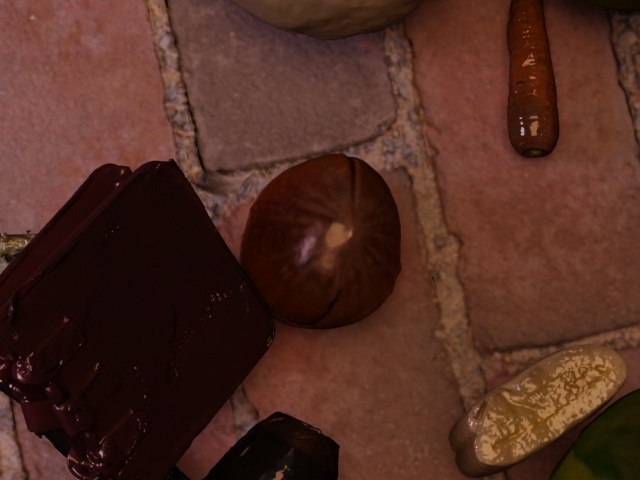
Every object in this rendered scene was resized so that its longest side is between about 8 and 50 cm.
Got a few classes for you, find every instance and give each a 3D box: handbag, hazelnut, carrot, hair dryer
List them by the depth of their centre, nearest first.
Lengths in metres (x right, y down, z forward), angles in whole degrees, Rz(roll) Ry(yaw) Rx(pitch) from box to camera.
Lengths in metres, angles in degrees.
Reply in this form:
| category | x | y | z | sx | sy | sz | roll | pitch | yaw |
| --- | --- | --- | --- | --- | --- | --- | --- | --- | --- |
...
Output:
| category | x | y | z | sx | sy | sz | roll | pitch | yaw |
| --- | --- | --- | --- | --- | --- | --- | --- | --- | --- |
| handbag | -0.152 | 0.069 | 1.206 | 0.216 | 0.074 | 0.203 | -52 | 122 | -30 |
| hair dryer | -0.180 | 0.223 | 1.296 | 0.359 | 0.120 | 0.304 | 32 | 89 | 17 |
| hazelnut | 0.000 | 0.000 | 1.299 | 0.150 | 0.150 | 0.150 | 0 | 78 | 0 |
| carrot | 0.188 | -0.166 | 1.386 | 0.047 | 0.047 | 0.191 | 0 | 75 | 0 |

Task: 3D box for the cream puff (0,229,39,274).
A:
| category | x | y | z | sx | sy | sz | roll | pitch | yaw |
| --- | --- | --- | --- | --- | --- | --- | --- | --- | --- |
| cream puff | -0.216 | 0.051 | 1.302 | 0.156 | 0.121 | 0.156 | -9 | 71 | 26 |

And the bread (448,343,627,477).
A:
| category | x | y | z | sx | sy | sz | roll | pitch | yaw |
| --- | --- | --- | --- | --- | --- | --- | --- | --- | --- |
| bread | 0.169 | 0.138 | 1.254 | 0.139 | 0.178 | 0.060 | -32 | 80 | -8 |

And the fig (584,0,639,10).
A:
| category | x | y | z | sx | sy | sz | roll | pitch | yaw |
| --- | --- | --- | --- | --- | --- | --- | --- | --- | --- |
| fig | 0.240 | -0.327 | 1.323 | 0.271 | 0.239 | 0.239 | 26 | 80 | 16 |

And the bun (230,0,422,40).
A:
| category | x | y | z | sx | sy | sz | roll | pitch | yaw |
| --- | --- | --- | --- | --- | --- | --- | --- | --- | --- |
| bun | 0.008 | -0.296 | 1.354 | 0.273 | 0.168 | 0.273 | -3 | 75 | 12 |

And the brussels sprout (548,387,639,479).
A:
| category | x | y | z | sx | sy | sz | roll | pitch | yaw |
| --- | --- | --- | --- | --- | --- | --- | --- | --- | --- |
| brussels sprout | 0.313 | 0.246 | 1.179 | 0.354 | 0.281 | 0.289 | -27 | 46 | -31 |
